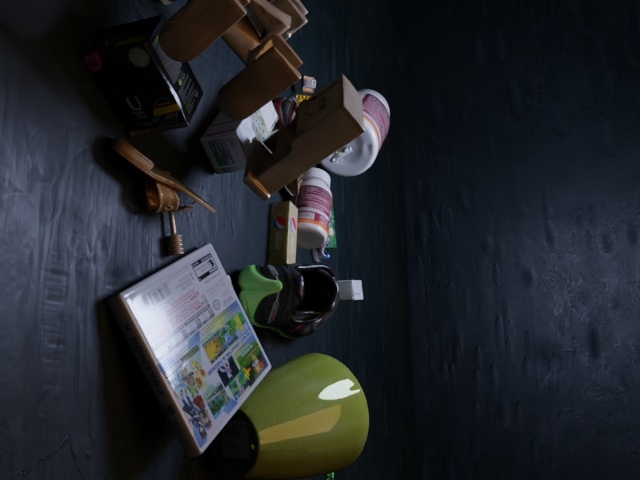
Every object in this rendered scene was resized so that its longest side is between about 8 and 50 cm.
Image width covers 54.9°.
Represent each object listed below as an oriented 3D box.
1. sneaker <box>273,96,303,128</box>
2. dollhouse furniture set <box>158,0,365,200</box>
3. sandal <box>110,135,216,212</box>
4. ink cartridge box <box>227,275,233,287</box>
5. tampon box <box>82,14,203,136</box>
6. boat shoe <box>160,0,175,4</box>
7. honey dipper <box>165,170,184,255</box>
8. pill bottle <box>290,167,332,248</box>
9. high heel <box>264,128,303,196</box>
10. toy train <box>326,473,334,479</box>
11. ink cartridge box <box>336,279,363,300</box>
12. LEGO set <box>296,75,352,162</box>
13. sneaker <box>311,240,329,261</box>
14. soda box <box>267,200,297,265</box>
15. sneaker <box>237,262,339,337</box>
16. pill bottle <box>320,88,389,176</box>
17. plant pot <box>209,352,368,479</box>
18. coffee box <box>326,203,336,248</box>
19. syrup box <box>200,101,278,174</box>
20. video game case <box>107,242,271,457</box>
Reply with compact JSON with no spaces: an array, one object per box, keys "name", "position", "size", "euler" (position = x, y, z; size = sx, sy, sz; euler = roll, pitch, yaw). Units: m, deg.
[{"name":"sneaker","position":[-0.066,-0.308,1.789],"size":[0.088,0.092,0.225],"euler":[-70,149,-52]},{"name":"dollhouse furniture set","position":[-0.135,-0.314,1.177],"size":[0.394,0.256,0.362],"euler":[45,25,-28]},{"name":"sandal","position":[-0.296,-0.089,1.105],"size":[0.079,0.088,0.240],"euler":[-51,138,-2]},{"name":"ink cartridge box","position":[-0.219,0.193,1.288],"size":[0.232,0.066,0.189],"euler":[68,17,10]},{"name":"tampon box","position":[-0.297,-0.278,1.052],"size":[0.161,0.120,0.101],"euler":[66,24,-42]},{"name":"boat shoe","position":[-0.268,-0.582,1.268],"size":[0.285,0.092,0.103],"euler":[-76,153,-45]},{"name":"honey dipper","position":[-0.283,-0.052,1.171],"size":[0.030,0.030,0.161],"euler":[-3,86,-71]},{"name":"pill bottle","position":[-0.030,-0.096,1.790],"size":[0.121,0.121,0.221],"euler":[60,31,-51]},{"name":"high heel","position":[-0.101,-0.200,1.643],"size":[0.261,0.093,0.186],"euler":[-46,123,-77]},{"name":"toy train","position":[0.030,0.697,1.889],"size":[0.017,0.023,0.083],"euler":[33,54,-67]},{"name":"ink cartridge box","position":[0.046,0.156,1.893],"size":[0.109,0.150,0.063],"euler":[12,74,-71]},{"name":"LEGO set","position":[-0.019,-0.363,1.935],"size":[0.287,0.132,0.107],"euler":[62,1,4]},{"name":"sneaker","position":[0.000,0.000,1.949],"size":[0.052,0.058,0.135],"euler":[-45,127,-66]},{"name":"soda box","position":[-0.101,-0.011,1.655],"size":[0.061,0.058,0.181],"euler":[47,41,-61]},{"name":"sneaker","position":[-0.035,0.158,1.574],"size":[0.483,0.202,0.185],"euler":[18,68,-70]},{"name":"pill bottle","position":[0.124,-0.395,2.175],"size":[0.392,0.224,0.224],"euler":[-61,141,-59]},{"name":"plant pot","position":[-0.089,0.396,1.322],"size":[0.293,0.274,0.275],"euler":[3,81,-54]},{"name":"coffee box","position":[0.013,-0.063,2.033],"size":[0.113,0.040,0.184],"euler":[0,85,-71]},{"name":"syrup box","position":[-0.182,-0.259,1.423],"size":[0.237,0.096,0.093],"euler":[-70,146,-48]},{"name":"video game case","position":[-0.224,0.183,1.149],"size":[0.300,0.036,0.329],"euler":[65,21,-6]}]
